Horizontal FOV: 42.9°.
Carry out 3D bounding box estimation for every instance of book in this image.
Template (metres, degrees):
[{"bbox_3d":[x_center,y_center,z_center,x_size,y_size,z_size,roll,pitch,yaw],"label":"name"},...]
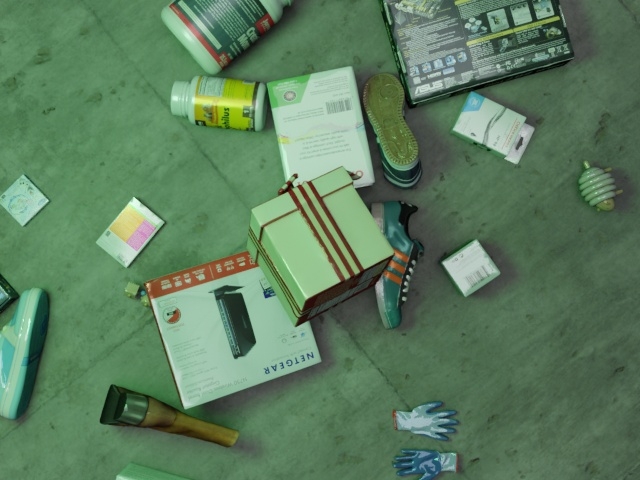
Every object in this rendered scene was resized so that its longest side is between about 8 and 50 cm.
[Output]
[{"bbox_3d":[-0.455,-0.019,1.957,0.096,0.035,0.144,41,91,-2],"label":"book"}]

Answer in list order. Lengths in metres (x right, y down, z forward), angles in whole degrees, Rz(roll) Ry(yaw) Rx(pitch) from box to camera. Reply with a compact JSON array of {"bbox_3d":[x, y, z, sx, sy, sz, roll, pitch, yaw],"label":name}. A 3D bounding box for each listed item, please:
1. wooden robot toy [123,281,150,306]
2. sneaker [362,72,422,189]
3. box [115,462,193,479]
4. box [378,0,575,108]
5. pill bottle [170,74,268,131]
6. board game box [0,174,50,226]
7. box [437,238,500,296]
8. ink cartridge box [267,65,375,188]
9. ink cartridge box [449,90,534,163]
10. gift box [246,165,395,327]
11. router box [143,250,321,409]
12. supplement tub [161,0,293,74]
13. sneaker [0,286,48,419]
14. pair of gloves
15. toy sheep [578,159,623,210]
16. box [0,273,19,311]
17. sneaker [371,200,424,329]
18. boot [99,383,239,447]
[{"bbox_3d":[-0.376,0.122,1.950,0.173,0.076,0.079,11,55,2],"label":"wooden robot toy"},{"bbox_3d":[0.170,-0.250,1.920,0.099,0.153,0.282,-15,59,4],"label":"sneaker"},{"bbox_3d":[-0.400,0.641,1.907,0.182,0.119,0.180,16,90,2],"label":"box"},{"bbox_3d":[0.355,-0.515,1.908,0.395,0.097,0.318,-17,91,1],"label":"box"},{"bbox_3d":[-0.235,-0.322,1.910,0.215,0.117,0.117,6,90,2],"label":"pill bottle"},{"bbox_3d":[-0.716,-0.096,1.969,0.090,0.020,0.090,-44,88,1],"label":"board game box"},{"bbox_3d":[0.346,0.063,1.907,0.101,0.087,0.102,-34,88,1],"label":"box"},{"bbox_3d":[0.003,-0.244,1.903,0.202,0.117,0.278,-11,90,2],"label":"ink cartridge box"},{"bbox_3d":[0.410,-0.264,1.921,0.180,0.060,0.104,26,90,1],"label":"ink cartridge box"},{"bbox_3d":[0.000,0.000,1.770,0.276,0.255,0.258,-27,75,-22],"label":"gift box"},{"bbox_3d":[-0.201,0.189,1.880,0.336,0.082,0.301,-18,89,-16],"label":"router box"},{"bbox_3d":[-0.210,-0.533,1.874,0.272,0.191,0.191,-40,89,1],"label":"supplement tub"},{"bbox_3d":[-0.771,0.249,1.917,0.208,0.127,0.318,14,89,0],"label":"sneaker"},{"bbox_3d":[0.250,0.483,1.941,0.159,0.023,0.198,-2,89,3],"label":"pair of gloves"},{"bbox_3d":[0.648,-0.128,1.905,0.091,0.091,0.132,-25,75,1],"label":"toy sheep"},{"bbox_3d":[-0.871,0.110,1.953,0.183,0.059,0.232,-41,88,2],"label":"box"},{"bbox_3d":[0.184,0.056,1.901,0.121,0.108,0.302,-3,88,6],"label":"sneaker"},{"bbox_3d":[-0.354,0.411,1.899,0.281,0.264,0.096,21,66,-25],"label":"boot"}]
